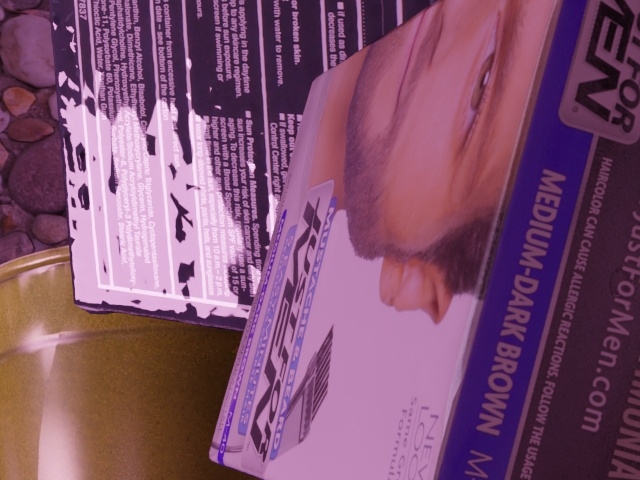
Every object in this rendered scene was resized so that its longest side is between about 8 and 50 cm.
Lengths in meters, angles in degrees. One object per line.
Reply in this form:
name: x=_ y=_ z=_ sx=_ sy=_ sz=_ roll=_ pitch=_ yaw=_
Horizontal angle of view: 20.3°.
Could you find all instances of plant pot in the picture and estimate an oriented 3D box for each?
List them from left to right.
plant pot: x=-0.121 y=0.220 z=1.513 sx=0.366 sy=0.367 sz=0.352 roll=132 pitch=140 yaw=-65

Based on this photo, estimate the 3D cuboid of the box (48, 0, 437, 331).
box: x=-0.003 y=-0.098 z=1.138 sx=0.183 sy=0.294 sz=0.296 roll=-21 pitch=-67 yaw=-52

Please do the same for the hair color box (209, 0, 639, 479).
hair color box: x=0.056 y=0.015 z=0.651 sx=0.339 sy=0.110 sz=0.185 roll=167 pitch=119 yaw=-75
